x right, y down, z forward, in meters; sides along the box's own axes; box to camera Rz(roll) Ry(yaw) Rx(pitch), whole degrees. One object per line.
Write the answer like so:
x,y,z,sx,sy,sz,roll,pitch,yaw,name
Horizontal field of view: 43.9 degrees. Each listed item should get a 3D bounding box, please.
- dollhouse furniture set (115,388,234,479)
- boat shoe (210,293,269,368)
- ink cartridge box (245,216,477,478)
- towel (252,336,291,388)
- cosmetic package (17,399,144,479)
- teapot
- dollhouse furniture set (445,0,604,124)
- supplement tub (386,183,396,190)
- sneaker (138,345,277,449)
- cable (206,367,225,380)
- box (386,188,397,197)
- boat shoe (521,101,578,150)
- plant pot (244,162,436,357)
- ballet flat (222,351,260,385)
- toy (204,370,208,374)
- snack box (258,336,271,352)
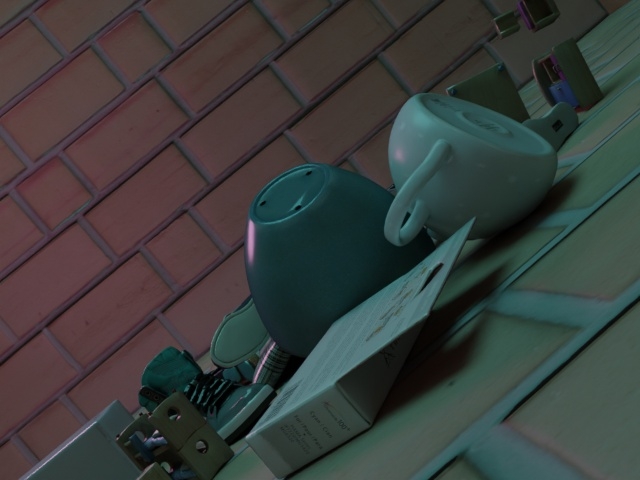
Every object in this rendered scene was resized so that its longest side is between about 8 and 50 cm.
-0.247,0.328,1.121,0.129,0.129,0.184,-38,3,43,dollhouse furniture set
-0.140,0.162,1.563,0.254,0.095,0.079,-60,3,-41,boat shoe
0.074,0.113,0.903,0.261,0.066,0.296,-38,3,28,ink cartridge box
-0.037,0.118,1.512,0.312,0.056,0.324,-63,-1,5,towel
-0.546,0.536,1.568,0.453,0.161,0.230,-39,2,-4,cosmetic package
0.196,-0.083,1.129,0.252,0.256,0.187,-109,37,-60,teapot
0.379,-0.322,1.674,0.304,0.286,0.198,-28,3,4,dollhouse furniture set
0.207,-0.087,2.055,0.190,0.117,0.117,-39,2,4,supplement tub
-0.203,0.249,1.315,0.295,0.178,0.124,-37,3,46,sneaker
-0.278,0.358,2.124,0.184,0.047,0.150,-40,2,12,cable
0.152,-0.066,1.471,0.324,0.067,0.063,-10,-1,-36,box
0.400,-0.187,1.459,0.219,0.077,0.070,-31,-4,-42,boat shoe
0.000,0.000,1.182,0.290,0.195,0.290,-23,33,16,plant pot
-0.151,0.262,1.678,0.067,0.073,0.206,-32,0,-27,ballet flat
-0.321,0.399,1.923,0.137,0.056,0.237,-45,-1,-26,toy
-0.089,0.159,2.009,0.187,0.060,0.322,-55,2,13,snack box
